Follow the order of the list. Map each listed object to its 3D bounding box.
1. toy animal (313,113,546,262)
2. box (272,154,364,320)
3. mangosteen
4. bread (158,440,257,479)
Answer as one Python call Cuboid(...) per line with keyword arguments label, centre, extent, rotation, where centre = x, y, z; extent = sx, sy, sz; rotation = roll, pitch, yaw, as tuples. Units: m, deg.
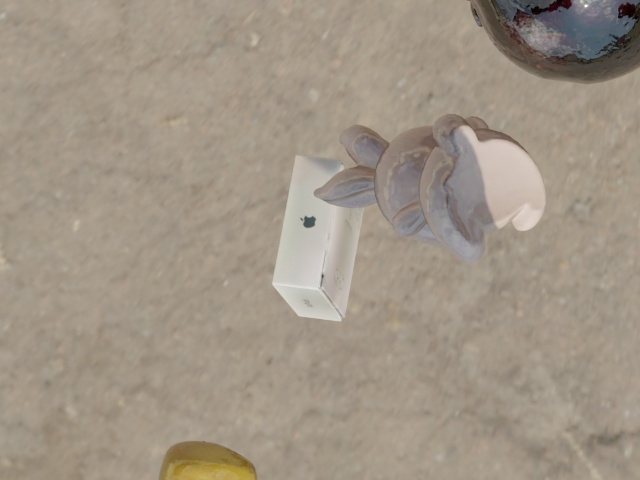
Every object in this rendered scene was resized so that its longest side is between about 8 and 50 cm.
Cuboid(label="toy animal", centre=(0.094, -0.051, 1.303), extent=(0.212, 0.124, 0.124), rotation=(14, 136, 61))
Cuboid(label="box", centre=(0.000, 0.000, 1.496), extent=(0.051, 0.129, 0.130), rotation=(7, 165, 14))
Cuboid(label="mangosteen", centre=(0.287, -0.307, 1.556), extent=(0.302, 0.275, 0.275), rotation=(-23, 110, 25))
Cuboid(label="bread", centre=(-0.088, 0.206, 1.132), extent=(0.082, 0.056, 0.115), rotation=(17, 119, 23))
